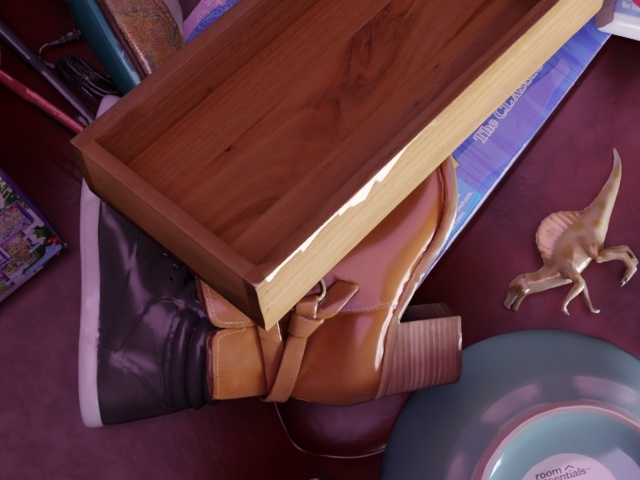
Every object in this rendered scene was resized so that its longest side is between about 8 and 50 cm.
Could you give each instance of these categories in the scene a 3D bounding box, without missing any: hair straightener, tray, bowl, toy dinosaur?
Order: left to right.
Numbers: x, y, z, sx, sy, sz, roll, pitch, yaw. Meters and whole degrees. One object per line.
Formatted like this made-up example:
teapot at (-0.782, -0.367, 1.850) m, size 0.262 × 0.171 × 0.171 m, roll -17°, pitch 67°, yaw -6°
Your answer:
hair straightener at (-0.243, -0.160, 1.291) m, size 0.230 × 0.047 × 0.089 m, roll 36°, pitch 84°, yaw 3°
tray at (0.024, -0.134, 1.124) m, size 0.203 × 0.076 × 0.411 m, roll 37°, pitch 67°, yaw 25°
bowl at (0.209, 0.227, 1.192) m, size 0.312 × 0.163 × 0.311 m, roll 0°, pitch 83°, yaw -1°
toy dinosaur at (0.246, 0.003, 1.274) m, size 0.093 × 0.053 × 0.183 m, roll 39°, pitch 84°, yaw 5°

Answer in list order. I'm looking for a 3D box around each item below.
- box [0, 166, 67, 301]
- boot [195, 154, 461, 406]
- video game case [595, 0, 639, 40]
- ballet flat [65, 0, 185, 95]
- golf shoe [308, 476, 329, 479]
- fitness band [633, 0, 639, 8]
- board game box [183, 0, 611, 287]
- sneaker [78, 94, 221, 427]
box at (-0.386, 0.033, 1.192) m, size 0.293 × 0.201 × 0.057 m, roll -39°, pitch 55°, yaw -5°
boot at (0.000, 0.000, 1.179) m, size 0.220 × 0.109 × 0.283 m, roll -4°, pitch 97°, yaw -8°
video game case at (0.417, -0.304, 1.275) m, size 0.329 × 0.036 × 0.299 m, roll 10°, pitch 83°, yaw -17°
ballet flat at (-0.194, -0.242, 1.239) m, size 0.123 × 0.123 × 0.348 m, roll -40°, pitch 65°, yaw -5°
golf shoe at (-0.073, 0.270, 1.226) m, size 0.094 × 0.077 × 0.198 m, roll 43°, pitch 83°, yaw 5°
fitness band at (0.373, -0.288, 1.212) m, size 0.291 × 0.054 × 0.209 m, roll -33°, pitch 96°, yaw -19°
board game box at (0.056, -0.172, 1.286) m, size 0.318 × 0.066 × 0.318 m, roll 37°, pitch 85°, yaw 4°
sneaker at (-0.138, 0.019, 1.245) m, size 0.147 × 0.104 × 0.295 m, roll 0°, pitch 91°, yaw -2°
